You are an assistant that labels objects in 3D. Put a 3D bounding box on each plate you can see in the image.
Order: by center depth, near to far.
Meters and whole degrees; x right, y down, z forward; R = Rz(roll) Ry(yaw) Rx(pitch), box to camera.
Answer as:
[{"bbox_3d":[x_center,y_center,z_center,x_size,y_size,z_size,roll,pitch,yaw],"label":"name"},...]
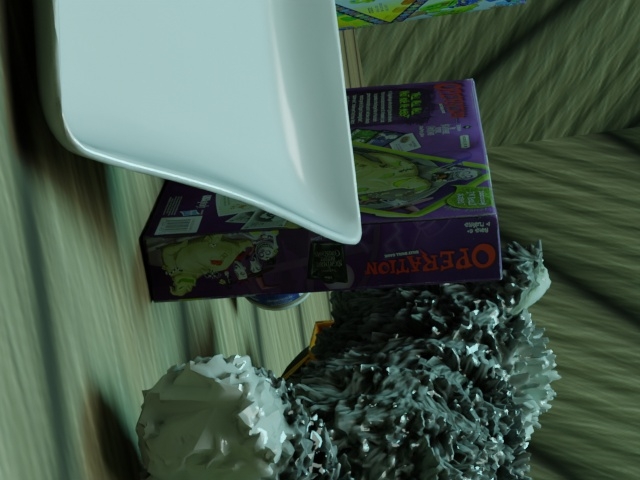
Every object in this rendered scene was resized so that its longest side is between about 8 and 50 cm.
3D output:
[{"bbox_3d":[-0.074,-0.147,0.961,0.278,0.045,0.277,19,62,-59],"label":"plate"}]

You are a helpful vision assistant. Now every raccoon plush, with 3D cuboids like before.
[{"bbox_3d":[0.047,0.076,1.120,0.446,0.216,0.299,76,19,-61],"label":"raccoon plush"}]

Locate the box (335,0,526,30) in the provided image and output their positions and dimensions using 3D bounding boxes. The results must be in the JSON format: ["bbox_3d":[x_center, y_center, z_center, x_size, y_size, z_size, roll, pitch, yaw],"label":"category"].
[{"bbox_3d":[0.053,-0.378,1.885,0.177,0.279,0.290,47,36,-81],"label":"box"}]

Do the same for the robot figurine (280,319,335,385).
[{"bbox_3d":[0.043,0.156,1.411,0.291,0.211,0.085,-82,161,-49],"label":"robot figurine"}]

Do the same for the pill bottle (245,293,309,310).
[{"bbox_3d":[-0.041,0.002,1.409,0.120,0.067,0.067,72,11,-65],"label":"pill bottle"}]

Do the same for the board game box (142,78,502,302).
[{"bbox_3d":[0.008,-0.041,1.232,0.347,0.208,0.056,-81,162,-72],"label":"board game box"}]
